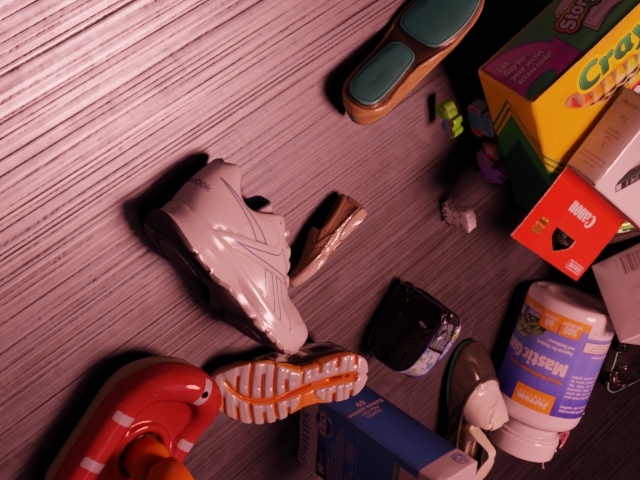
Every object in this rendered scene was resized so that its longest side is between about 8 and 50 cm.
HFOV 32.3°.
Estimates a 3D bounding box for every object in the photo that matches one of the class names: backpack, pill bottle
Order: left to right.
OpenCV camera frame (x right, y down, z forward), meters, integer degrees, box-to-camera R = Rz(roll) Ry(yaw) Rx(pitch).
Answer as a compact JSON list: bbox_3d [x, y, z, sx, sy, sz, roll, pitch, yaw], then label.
[{"bbox_3d":[0.133,0.132,1.542,0.084,0.105,0.114,28,96,-49],"label":"backpack"},{"bbox_3d":[0.369,0.216,1.797,0.152,0.152,0.272,2,110,-47],"label":"pill bottle"},{"bbox_3d":[0.550,0.165,1.958,0.189,0.144,0.165,-9,120,-27],"label":"backpack"}]

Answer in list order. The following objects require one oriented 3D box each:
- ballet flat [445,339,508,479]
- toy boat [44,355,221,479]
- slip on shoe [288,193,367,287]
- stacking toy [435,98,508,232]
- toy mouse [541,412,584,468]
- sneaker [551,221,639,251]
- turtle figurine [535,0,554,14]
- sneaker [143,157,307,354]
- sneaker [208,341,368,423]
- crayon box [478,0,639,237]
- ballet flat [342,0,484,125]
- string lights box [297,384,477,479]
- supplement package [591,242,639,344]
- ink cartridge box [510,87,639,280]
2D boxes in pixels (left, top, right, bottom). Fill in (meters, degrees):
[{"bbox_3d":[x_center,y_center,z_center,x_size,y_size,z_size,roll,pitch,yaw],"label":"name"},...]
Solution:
[{"bbox_3d":[0.250,0.295,1.764,0.095,0.096,0.280,-17,123,-37],"label":"ballet flat"},{"bbox_3d":[-0.190,0.247,1.239,0.231,0.151,0.151,-58,140,-3],"label":"toy boat"},{"bbox_3d":[0.000,0.000,1.378,0.041,0.051,0.135,44,86,-9],"label":"slip on shoe"},{"bbox_3d":[0.230,-0.138,1.529,0.167,0.052,0.221,-37,133,-27],"label":"stacking toy"},{"bbox_3d":[0.429,0.341,2.026,0.143,0.031,0.161,-28,131,-32],"label":"toy mouse"},{"bbox_3d":[0.541,-0.037,1.807,0.483,0.185,0.202,-10,122,-39],"label":"sneaker"},{"bbox_3d":[0.360,-0.398,1.454,0.175,0.118,0.234,31,90,-43],"label":"turtle figurine"},{"bbox_3d":[-0.076,0.028,1.267,0.129,0.111,0.297,-53,141,-18],"label":"sneaker"},{"bbox_3d":[-0.050,0.173,1.402,0.215,0.083,0.084,-3,111,-25],"label":"sneaker"},{"bbox_3d":[0.396,-0.225,1.468,0.363,0.106,0.313,-43,146,-9],"label":"crayon box"},{"bbox_3d":[0.108,-0.229,1.344,0.232,0.080,0.073,-43,165,-15],"label":"ballet flat"},{"bbox_3d":[0.080,0.290,1.458,0.077,0.260,0.133,-22,127,-36],"label":"string lights box"},{"bbox_3d":[0.563,0.086,1.763,0.139,0.133,0.244,-29,155,31],"label":"supplement package"},{"bbox_3d":[0.397,-0.053,1.493,0.239,0.060,0.275,-53,146,7],"label":"ink cartridge box"}]
